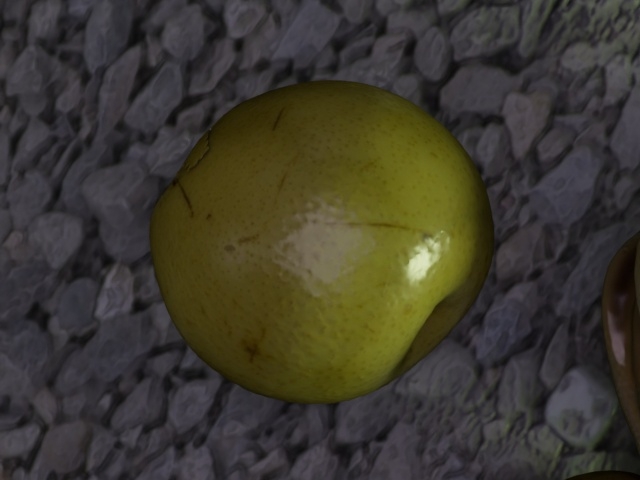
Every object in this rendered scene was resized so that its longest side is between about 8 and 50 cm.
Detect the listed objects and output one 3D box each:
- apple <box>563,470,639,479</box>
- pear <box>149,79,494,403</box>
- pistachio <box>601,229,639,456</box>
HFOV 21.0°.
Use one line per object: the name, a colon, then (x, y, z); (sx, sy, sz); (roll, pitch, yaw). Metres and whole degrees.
apple: (0.308, 0.409, 1.746); (0.339, 0.339, 0.340); (0, 90, 4)
pear: (0.000, 0.000, 1.764); (0.348, 0.348, 0.348); (0, 90, 4)
pistachio: (0.452, 0.098, 1.731); (0.365, 0.281, 0.446); (16, 63, -19)
